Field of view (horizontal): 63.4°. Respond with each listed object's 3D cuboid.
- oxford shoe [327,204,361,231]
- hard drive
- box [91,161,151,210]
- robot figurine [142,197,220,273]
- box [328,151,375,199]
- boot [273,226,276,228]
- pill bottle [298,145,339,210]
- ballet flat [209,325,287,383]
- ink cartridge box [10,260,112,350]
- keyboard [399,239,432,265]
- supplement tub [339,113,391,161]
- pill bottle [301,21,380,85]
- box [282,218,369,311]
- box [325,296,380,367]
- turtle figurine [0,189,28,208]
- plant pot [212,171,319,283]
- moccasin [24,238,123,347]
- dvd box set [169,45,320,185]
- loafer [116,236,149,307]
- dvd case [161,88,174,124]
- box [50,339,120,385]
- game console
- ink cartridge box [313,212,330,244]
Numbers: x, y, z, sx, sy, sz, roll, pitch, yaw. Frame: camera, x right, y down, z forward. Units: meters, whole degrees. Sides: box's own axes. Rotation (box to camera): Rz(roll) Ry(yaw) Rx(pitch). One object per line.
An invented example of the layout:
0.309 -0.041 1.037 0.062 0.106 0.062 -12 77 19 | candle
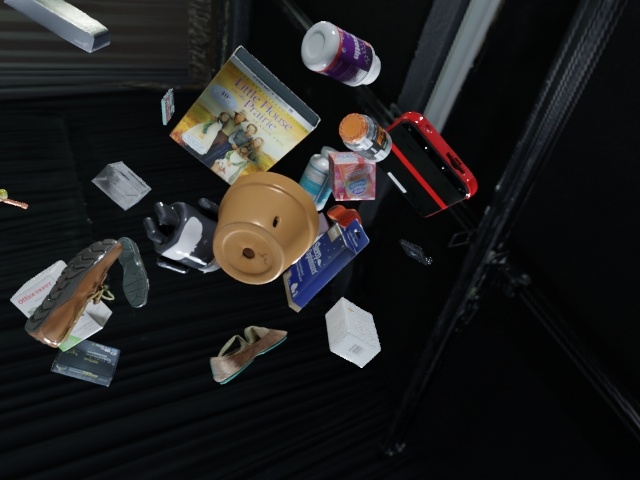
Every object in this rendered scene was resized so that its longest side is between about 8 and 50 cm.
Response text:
0.125 -0.082 2.315 0.098 0.097 0.271 58 -6 -27 | oxford shoe
-0.767 -0.660 1.537 0.054 0.255 0.172 -54 -164 25 | hard drive
-0.780 -0.220 2.056 0.169 0.087 0.290 45 0 -16 | box
-0.395 -0.013 1.576 0.209 0.278 0.173 -20 -125 36 | robot figurine
0.114 -0.255 2.007 0.300 0.154 0.142 -106 -165 -72 | box
-0.262 0.049 2.290 0.094 0.247 0.207 -98 -176 -60 | boot
-0.003 -0.274 2.261 0.146 0.146 0.264 51 -58 43 | pill bottle
-0.234 0.346 1.705 0.108 0.316 0.106 -27 -88 42 | ballet flat
-0.945 0.240 1.899 0.272 0.199 0.114 54 13 -22 | ink cartridge box
0.312 0.042 1.646 0.108 0.180 0.023 32 -93 23 | keyboard
0.145 -0.335 1.685 0.117 0.190 0.116 -6 -102 30 | supplement tub
0.091 -0.720 2.037 0.182 0.323 0.181 -3 -94 43 | pill bottle
0.006 0.044 1.168 0.225 0.036 0.136 -44 -156 11 | box
0.097 0.282 1.603 0.091 0.130 0.170 -49 -158 21 | box
-0.883 -0.127 1.279 0.217 0.270 0.087 58 -44 36 | turtle figurine
-0.167 -0.018 1.428 0.203 0.291 0.290 -65 167 -56 | plant pot
-0.757 0.163 1.654 0.139 0.379 0.147 7 -30 36 | moccasin
-0.244 -0.348 1.595 0.420 0.308 0.062 -31 -153 43 | dvd box set
-0.686 0.117 1.934 0.084 0.096 0.267 30 43 -78 | loafer
-0.532 -0.468 1.809 0.119 0.013 0.087 -87 -176 -54 | dvd case
-0.970 0.497 2.157 0.059 0.233 0.183 -61 -160 19 | box
0.377 -0.278 1.965 0.386 0.060 0.342 49 -25 -6 | game console
0.000 0.000 2.195 0.176 0.128 0.128 58 8 -42 | ink cartridge box
